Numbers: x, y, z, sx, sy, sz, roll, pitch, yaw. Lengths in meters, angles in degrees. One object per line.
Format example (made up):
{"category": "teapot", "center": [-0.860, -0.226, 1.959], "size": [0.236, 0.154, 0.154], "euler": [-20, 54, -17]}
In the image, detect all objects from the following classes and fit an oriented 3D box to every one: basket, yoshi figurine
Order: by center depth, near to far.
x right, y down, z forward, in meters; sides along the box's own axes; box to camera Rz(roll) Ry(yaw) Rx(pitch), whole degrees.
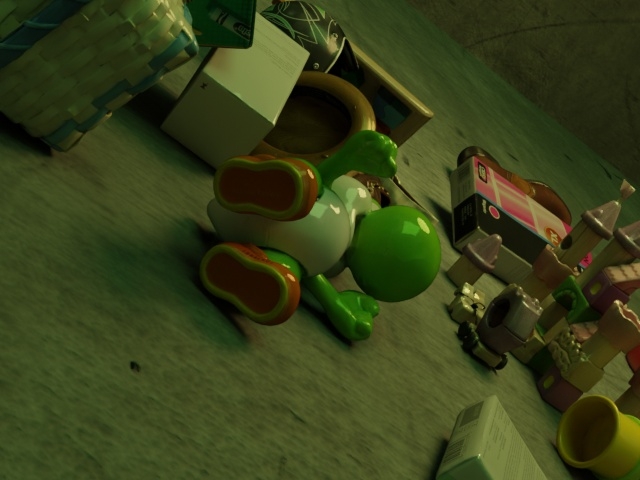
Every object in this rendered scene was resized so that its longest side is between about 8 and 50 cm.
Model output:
{"category": "basket", "center": [-0.274, -0.245, 1.182], "size": [0.289, 0.254, 0.201], "euler": [51, 9, -40]}
{"category": "yoshi figurine", "center": [0.026, -0.001, 1.347], "size": [0.203, 0.203, 0.362], "euler": [61, 19, 9]}

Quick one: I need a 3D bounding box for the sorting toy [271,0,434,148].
{"category": "sorting toy", "center": [0.027, -0.264, 2.041], "size": [0.307, 0.041, 0.229], "euler": [40, -17, -4]}

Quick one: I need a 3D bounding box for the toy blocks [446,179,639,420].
{"category": "toy blocks", "center": [0.363, 0.063, 1.741], "size": [0.309, 0.260, 0.288], "euler": [33, 20, -24]}

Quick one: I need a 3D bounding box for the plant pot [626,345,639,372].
{"category": "plant pot", "center": [0.645, 0.202, 2.148], "size": [0.191, 0.174, 0.191], "euler": [36, 21, -16]}

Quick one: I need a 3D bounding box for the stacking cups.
{"category": "stacking cups", "center": [0.436, 0.300, 1.615], "size": [0.316, 0.096, 0.096], "euler": [32, 20, -31]}

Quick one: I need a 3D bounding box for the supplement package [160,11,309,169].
{"category": "supplement package", "center": [-0.101, -0.182, 1.528], "size": [0.105, 0.105, 0.179], "euler": [37, 37, -11]}

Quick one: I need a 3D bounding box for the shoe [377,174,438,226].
{"category": "shoe", "center": [0.102, -0.074, 1.848], "size": [0.076, 0.058, 0.219], "euler": [22, 26, -46]}

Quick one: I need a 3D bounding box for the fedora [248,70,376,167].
{"category": "fedora", "center": [-0.023, -0.135, 1.652], "size": [0.194, 0.194, 0.079], "euler": [53, -19, 33]}

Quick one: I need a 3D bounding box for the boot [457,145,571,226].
{"category": "boot", "center": [0.364, -0.039, 2.258], "size": [0.264, 0.096, 0.280], "euler": [39, 20, -20]}

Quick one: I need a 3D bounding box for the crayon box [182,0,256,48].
{"category": "crayon box", "center": [-0.219, -0.294, 1.455], "size": [0.278, 0.081, 0.165], "euler": [3, 29, -10]}

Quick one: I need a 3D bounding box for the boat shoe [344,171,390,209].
{"category": "boat shoe", "center": [0.051, -0.052, 1.671], "size": [0.073, 0.073, 0.207], "euler": [41, 18, 4]}

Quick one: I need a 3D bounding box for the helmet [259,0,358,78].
{"category": "helmet", "center": [-0.035, -0.272, 1.865], "size": [0.169, 0.169, 0.161], "euler": [52, 4, 30]}

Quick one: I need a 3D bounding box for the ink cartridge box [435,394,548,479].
{"category": "ink cartridge box", "center": [0.204, 0.284, 1.273], "size": [0.225, 0.056, 0.181], "euler": [60, 17, -4]}

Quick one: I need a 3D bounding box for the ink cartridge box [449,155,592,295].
{"category": "ink cartridge box", "center": [0.363, 0.026, 2.086], "size": [0.371, 0.069, 0.176], "euler": [35, 36, -27]}
